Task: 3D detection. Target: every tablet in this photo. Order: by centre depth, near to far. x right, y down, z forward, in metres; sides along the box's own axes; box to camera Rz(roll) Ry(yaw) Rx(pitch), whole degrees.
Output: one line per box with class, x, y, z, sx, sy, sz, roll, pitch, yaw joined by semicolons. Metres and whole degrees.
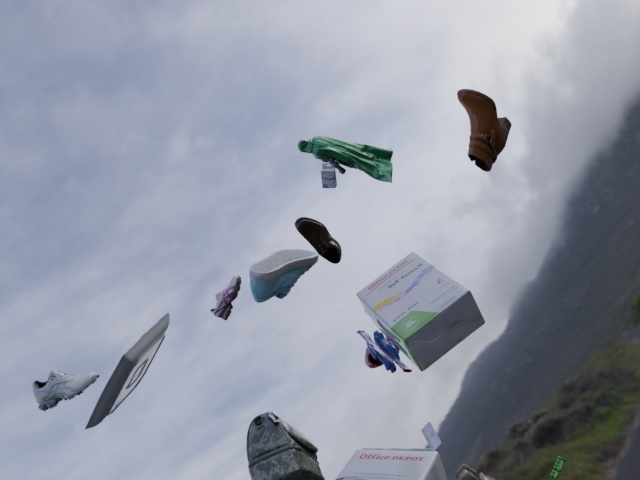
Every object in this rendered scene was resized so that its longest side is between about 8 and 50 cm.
tablet;0.361;0.641;2.132;0.006;0.083;0.054;5;-49;-35

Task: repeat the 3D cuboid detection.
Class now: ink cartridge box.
ink cartridge box;0.234;0.159;1.700;0.207;0.353;0.119;-36;-63;-7
ink cartridge box;0.161;0.767;1.832;0.285;0.166;0.395;-10;15;34
ink cartridge box;0.028;-0.225;2.275;0.028;0.048;0.083;-60;-34;-59

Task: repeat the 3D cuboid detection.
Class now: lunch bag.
lunch bag;-0.137;0.785;2.386;0.212;0.256;0.305;-29;-38;7

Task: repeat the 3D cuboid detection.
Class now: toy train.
toy train;0.772;0.738;2.123;0.083;0.023;0.017;-49;-41;-31

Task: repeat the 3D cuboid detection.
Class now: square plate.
square plate;-0.653;0.453;2.266;0.347;0.049;0.344;-59;-1;22

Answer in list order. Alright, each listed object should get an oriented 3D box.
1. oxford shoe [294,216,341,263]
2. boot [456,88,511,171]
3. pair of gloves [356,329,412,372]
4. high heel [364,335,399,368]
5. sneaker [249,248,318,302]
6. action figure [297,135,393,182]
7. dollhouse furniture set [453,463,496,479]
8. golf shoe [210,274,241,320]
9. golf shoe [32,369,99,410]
oxford shoe;0.000;0.000;2.311;0.083;0.096;0.227;-42;-64;18
boot;0.407;-0.285;1.688;0.152;0.197;0.073;-63;22;-15
pair of gloves;0.182;0.312;1.849;0.023;0.159;0.198;-48;-30;12
high heel;0.188;0.381;2.074;0.244;0.082;0.117;-52;11;51
sneaker;-0.140;0.131;2.425;0.366;0.135;0.150;-19;-60;-50
action figure;0.058;-0.203;1.569;0.137;0.232;0.063;-86;15;-50
dollhouse furniture set;0.450;0.821;1.932;0.303;0.355;0.174;-53;11;11
golf shoe;-0.371;0.217;2.564;0.067;0.086;0.186;-13;-54;-83
golf shoe;-0.648;0.360;1.647;0.176;0.086;0.069;-25;7;5
